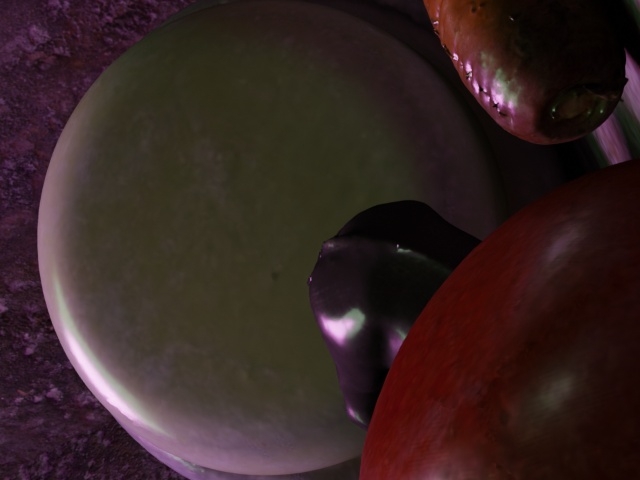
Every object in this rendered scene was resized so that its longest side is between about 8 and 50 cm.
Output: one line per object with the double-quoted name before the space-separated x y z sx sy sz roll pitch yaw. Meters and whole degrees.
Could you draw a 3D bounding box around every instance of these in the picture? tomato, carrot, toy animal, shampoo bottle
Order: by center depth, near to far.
"tomato" 0.083 0.065 0.389 0.167 0.167 0.167 62 -175 -9
"carrot" 0.059 -0.109 0.543 0.060 0.060 0.186 57 -171 -52
"toy animal" 0.095 0.066 0.629 0.146 0.245 0.115 82 -154 -55
"shampoo bottle" 0.000 0.000 0.906 0.322 0.322 0.317 64 -164 8
